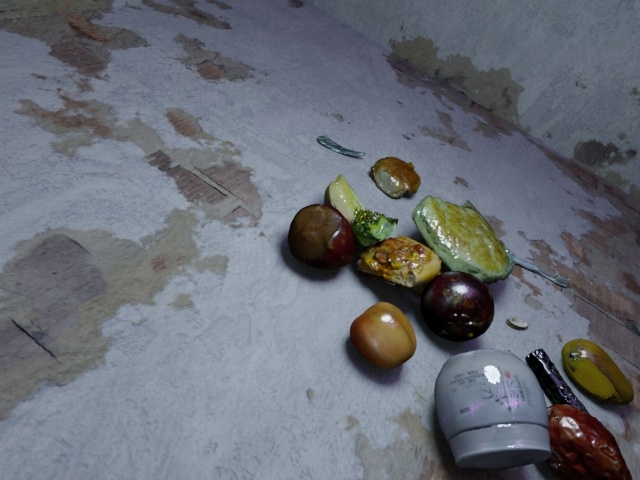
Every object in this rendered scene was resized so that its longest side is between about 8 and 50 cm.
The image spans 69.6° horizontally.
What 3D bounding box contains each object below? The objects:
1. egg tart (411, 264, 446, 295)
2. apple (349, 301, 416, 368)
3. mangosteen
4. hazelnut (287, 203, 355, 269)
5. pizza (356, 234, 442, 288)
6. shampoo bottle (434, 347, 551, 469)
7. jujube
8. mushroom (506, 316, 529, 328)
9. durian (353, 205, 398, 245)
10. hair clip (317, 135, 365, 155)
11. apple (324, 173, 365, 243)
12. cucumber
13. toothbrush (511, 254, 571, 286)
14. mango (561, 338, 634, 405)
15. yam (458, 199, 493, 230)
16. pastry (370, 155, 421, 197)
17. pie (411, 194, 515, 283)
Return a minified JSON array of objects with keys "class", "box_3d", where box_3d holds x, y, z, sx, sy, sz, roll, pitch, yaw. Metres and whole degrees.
[{"class":"egg tart","box_3d":[0.386,0.130,1.648,0.191,0.074,0.191,13,44,-13]},{"class":"apple","box_3d":[0.185,0.272,1.319,0.199,0.199,0.199,15,42,-14]},{"class":"mangosteen","box_3d":[0.443,0.200,1.509,0.231,0.231,0.289,30,18,3]},{"class":"hazelnut","box_3d":[0.000,0.000,1.490,0.218,0.218,0.234,-11,50,-36]},{"class":"pizza","box_3d":[0.263,0.063,1.550,0.277,0.114,0.409,2,14,9]},{"class":"shampoo bottle","box_3d":[0.440,0.443,1.193,0.273,0.273,0.266,12,49,-17]},{"class":"jujube","box_3d":[0.722,0.583,1.274,0.290,0.197,0.197,44,41,-3]},{"class":"mushroom","box_3d":[0.722,0.303,1.688,0.101,0.019,0.049,12,43,-21]},{"class":"durian","box_3d":[0.166,-0.049,1.530,0.106,0.132,0.375,1,5,28]},{"class":"hair clip","box_3d":[0.093,-0.420,2.089,0.229,0.036,0.066,21,36,2]},{"class":"apple","box_3d":[0.083,-0.090,1.646,0.265,0.120,0.193,57,32,0]},{"class":"cucumber","box_3d":[0.772,0.493,1.475,0.081,0.072,0.303,-2,49,-31]},{"class":"toothbrush","box_3d":[0.876,0.102,1.971,0.413,0.042,0.035,24,41,-1]},{"class":"mango","box_3d":[0.946,0.452,1.573,0.167,0.130,0.262,-21,65,-47]},{"class":"yam","box_3d":[0.649,-0.085,1.988,0.107,0.107,0.194,0,47,-29]},{"class":"pastry","box_3d":[0.327,-0.280,2.022,0.229,0.100,0.218,27,44,-8]},{"class":"pie","box_3d":[0.523,0.011,1.714,0.418,0.180,0.395,5,46,-45]}]
